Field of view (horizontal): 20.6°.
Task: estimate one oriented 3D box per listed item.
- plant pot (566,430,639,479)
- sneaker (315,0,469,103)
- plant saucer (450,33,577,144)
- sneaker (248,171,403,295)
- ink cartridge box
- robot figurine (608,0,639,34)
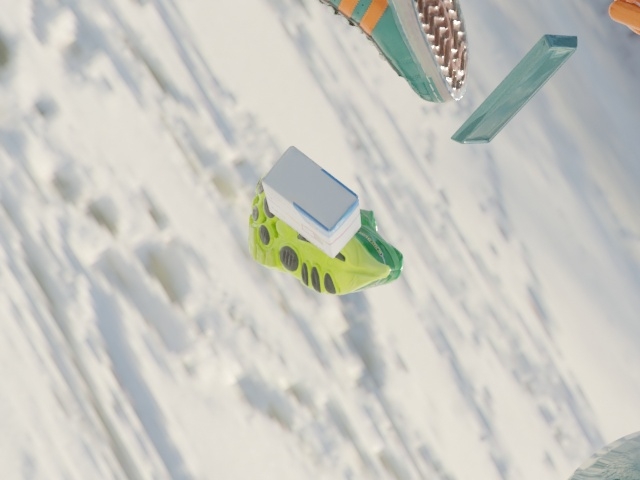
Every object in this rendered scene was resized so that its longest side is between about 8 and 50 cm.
[{"bbox_3d":[0.348,0.301,1.525,0.293,0.293,0.235,61,-7,6],"label":"plant pot"},{"bbox_3d":[0.040,-0.259,1.701,0.302,0.121,0.108,61,35,-19],"label":"sneaker"},{"bbox_3d":[0.237,-0.180,2.138,0.067,0.192,0.018,-4,56,-45],"label":"plant saucer"},{"bbox_3d":[0.000,0.000,2.163,0.123,0.109,0.295,6,18,-31],"label":"sneaker"},{"bbox_3d":[-0.008,-0.037,1.803,0.088,0.052,0.122,38,-8,11],"label":"ink cartridge box"},{"bbox_3d":[0.453,-0.311,2.210,0.128,0.158,0.219,34,-6,-28],"label":"robot figurine"}]
